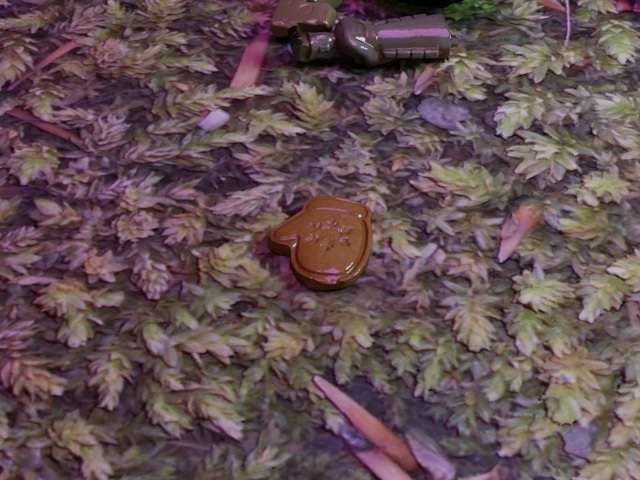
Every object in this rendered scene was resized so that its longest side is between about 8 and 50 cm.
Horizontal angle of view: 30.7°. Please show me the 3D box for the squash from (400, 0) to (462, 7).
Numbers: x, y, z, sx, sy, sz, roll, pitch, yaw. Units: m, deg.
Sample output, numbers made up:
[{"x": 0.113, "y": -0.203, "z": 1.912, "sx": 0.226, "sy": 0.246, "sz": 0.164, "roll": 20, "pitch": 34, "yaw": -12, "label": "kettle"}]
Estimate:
[{"x": 0.164, "y": -0.424, "z": 1.640, "sx": 0.218, "sy": 0.172, "sz": 0.218, "roll": 1, "pitch": 41, "yaw": -1, "label": "squash"}]

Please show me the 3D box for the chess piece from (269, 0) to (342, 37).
[{"x": -0.007, "y": -0.355, "z": 1.641, "sx": 0.090, "sy": 0.090, "sz": 0.200, "roll": 11, "pitch": 52, "yaw": 10, "label": "chess piece"}]

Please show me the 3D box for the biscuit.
[{"x": 0.000, "y": -0.001, "z": 1.305, "sx": 0.118, "sy": 0.023, "sz": 0.140, "roll": 1, "pitch": 44, "yaw": 0, "label": "biscuit"}]

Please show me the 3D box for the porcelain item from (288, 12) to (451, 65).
[{"x": 0.064, "y": -0.265, "z": 1.558, "sx": 0.213, "sy": 0.054, "sz": 0.084, "roll": -6, "pitch": 42, "yaw": -8, "label": "porcelain item"}]
